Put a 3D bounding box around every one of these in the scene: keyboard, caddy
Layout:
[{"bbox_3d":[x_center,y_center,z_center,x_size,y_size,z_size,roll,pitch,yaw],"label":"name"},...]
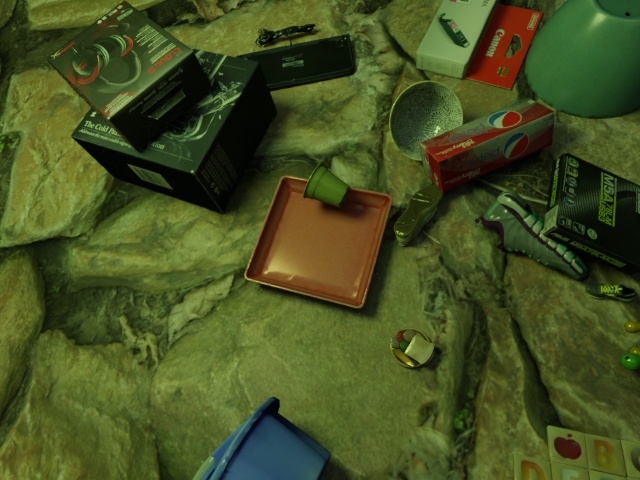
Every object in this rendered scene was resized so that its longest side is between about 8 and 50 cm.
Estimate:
[{"bbox_3d":[-0.075,-0.499,1.198,0.317,0.033,0.202,-8,72,5],"label":"keyboard"},{"bbox_3d":[-0.125,0.418,0.689,0.179,0.241,0.341,25,72,14],"label":"caddy"}]

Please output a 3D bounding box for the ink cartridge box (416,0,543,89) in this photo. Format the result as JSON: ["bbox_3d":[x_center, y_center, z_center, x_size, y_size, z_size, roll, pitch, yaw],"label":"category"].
[{"bbox_3d":[0.399,-0.519,1.109,0.239,0.060,0.275,21,72,19],"label":"ink cartridge box"}]

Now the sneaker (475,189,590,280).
[{"bbox_3d":[0.416,0.007,0.881,0.224,0.083,0.098,48,121,11],"label":"sneaker"}]

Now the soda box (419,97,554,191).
[{"bbox_3d":[0.352,-0.204,0.948,0.263,0.083,0.092,-23,41,-1],"label":"soda box"}]

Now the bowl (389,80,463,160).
[{"bbox_3d":[0.222,-0.268,1.001,0.170,0.170,0.080,-27,20,-3],"label":"bowl"}]

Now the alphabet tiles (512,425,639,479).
[{"bbox_3d":[0.432,0.457,0.642,0.285,0.011,0.343,8,52,11],"label":"alphabet tiles"}]

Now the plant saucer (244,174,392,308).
[{"bbox_3d":[0.000,0.000,0.956,0.259,0.048,0.258,13,69,14],"label":"plant saucer"}]

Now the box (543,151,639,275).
[{"bbox_3d":[0.524,-0.054,0.846,0.184,0.045,0.191,24,62,0],"label":"box"}]

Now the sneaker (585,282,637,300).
[{"bbox_3d":[0.540,0.091,0.827,0.083,0.035,0.031,4,67,12],"label":"sneaker"}]

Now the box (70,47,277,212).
[{"bbox_3d":[-0.334,-0.280,1.065,0.343,0.179,0.312,18,69,17],"label":"box"}]

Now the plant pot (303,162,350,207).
[{"bbox_3d":[0.018,-0.109,0.937,0.079,0.083,0.083,28,73,8],"label":"plant pot"}]

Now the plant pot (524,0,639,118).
[{"bbox_3d":[0.618,-0.441,0.961,0.290,0.195,0.290,-4,66,9],"label":"plant pot"}]

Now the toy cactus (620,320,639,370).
[{"bbox_3d":[0.626,0.173,0.750,0.219,0.112,0.180,-32,75,-14],"label":"toy cactus"}]

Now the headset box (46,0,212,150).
[{"bbox_3d":[-0.393,-0.346,0.944,0.218,0.110,0.293,-44,66,-11],"label":"headset box"}]

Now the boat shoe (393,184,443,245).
[{"bbox_3d":[0.211,-0.055,0.950,0.056,0.048,0.153,24,66,32],"label":"boat shoe"}]

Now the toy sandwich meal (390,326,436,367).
[{"bbox_3d":[0.173,0.203,0.845,0.085,0.029,0.086,-4,66,8],"label":"toy sandwich meal"}]
